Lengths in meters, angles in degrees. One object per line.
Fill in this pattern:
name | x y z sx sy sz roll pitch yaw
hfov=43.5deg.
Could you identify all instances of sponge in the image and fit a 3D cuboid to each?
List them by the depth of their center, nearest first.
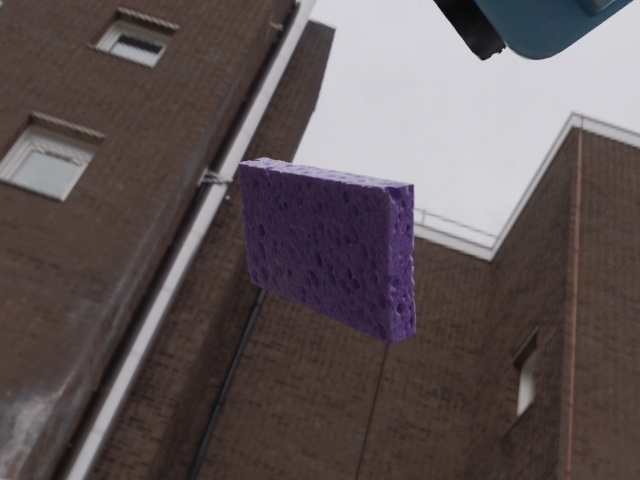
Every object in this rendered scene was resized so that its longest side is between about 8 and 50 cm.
sponge | 0.000 0.000 0.655 0.210 0.031 0.117 17 -65 53

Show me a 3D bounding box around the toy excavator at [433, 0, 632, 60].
toy excavator | 0.136 -0.192 0.392 0.222 0.445 0.433 -35 -88 18
